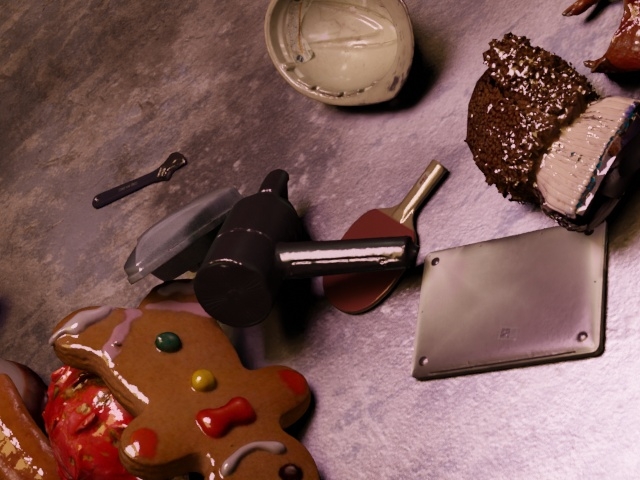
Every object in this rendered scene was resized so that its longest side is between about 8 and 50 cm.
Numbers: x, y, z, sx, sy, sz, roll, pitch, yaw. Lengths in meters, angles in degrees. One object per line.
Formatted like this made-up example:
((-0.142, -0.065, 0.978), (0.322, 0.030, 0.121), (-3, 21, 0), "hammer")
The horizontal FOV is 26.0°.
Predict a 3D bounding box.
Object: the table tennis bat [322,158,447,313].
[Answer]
((0.094, -0.006, 1.920), (0.246, 0.022, 0.138), (-53, 42, 2), "table tennis bat")

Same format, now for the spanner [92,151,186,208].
((-0.306, -0.099, 2.328), (0.208, 0.012, 0.046), (-22, 50, 30), "spanner")

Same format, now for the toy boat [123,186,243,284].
((-0.200, 0.005, 1.989), (0.141, 0.092, 0.319), (-33, 3, 20), "toy boat")

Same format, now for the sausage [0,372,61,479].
((-0.424, 0.317, 2.013), (0.109, 0.109, 0.270), (-45, 77, 8), "sausage")

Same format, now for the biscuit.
((-0.146, 0.209, 1.812), (0.283, 0.064, 0.432), (-19, 51, -29), "biscuit")

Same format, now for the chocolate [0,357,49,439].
((-0.576, 0.290, 2.173), (0.283, 0.186, 0.284), (-21, 52, 29), "chocolate")

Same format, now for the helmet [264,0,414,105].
((0.058, -0.308, 2.067), (0.257, 0.137, 0.204), (18, 112, 29), "helmet")

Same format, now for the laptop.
((0.235, 0.074, 1.745), (0.269, 0.015, 0.188), (-12, 55, 35), "laptop")

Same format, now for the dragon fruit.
((-0.274, 0.269, 1.924), (0.210, 0.205, 0.268), (-51, 51, -3), "dragon fruit")

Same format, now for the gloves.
((0.278, -0.147, 1.756), (0.312, 0.135, 0.210), (33, 114, 53), "gloves")

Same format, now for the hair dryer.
((0.000, 0.000, 1.911), (0.302, 0.116, 0.244), (-2, 35, 19), "hair dryer")

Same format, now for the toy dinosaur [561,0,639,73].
((0.420, -0.356, 1.804), (0.327, 0.113, 0.206), (-51, 43, -2), "toy dinosaur")
